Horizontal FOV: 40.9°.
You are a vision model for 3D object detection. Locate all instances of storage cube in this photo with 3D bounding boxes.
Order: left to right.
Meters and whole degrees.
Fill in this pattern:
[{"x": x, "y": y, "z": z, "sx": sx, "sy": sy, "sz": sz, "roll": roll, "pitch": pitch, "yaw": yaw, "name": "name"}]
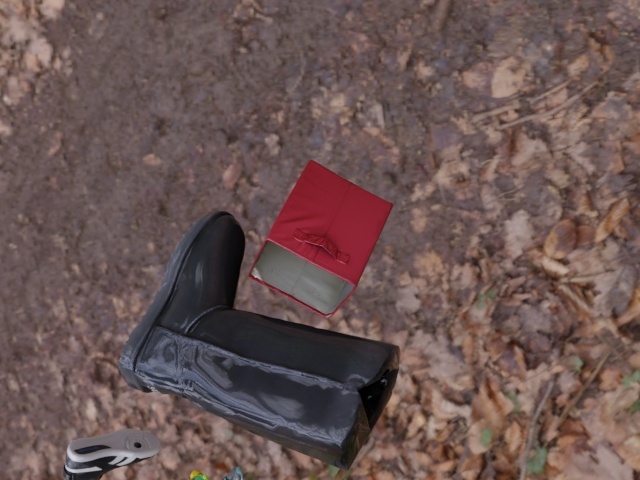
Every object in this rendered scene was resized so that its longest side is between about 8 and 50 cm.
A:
[{"x": 0.000, "y": 0.000, "z": 1.609, "sx": 0.183, "sy": 0.193, "sz": 0.215, "roll": 28, "pitch": 151, "yaw": -3, "name": "storage cube"}]

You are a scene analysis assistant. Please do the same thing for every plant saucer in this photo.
[{"x": 0.024, "y": 0.409, "z": 1.432, "sx": 0.015, "sy": 0.083, "sz": 0.083, "roll": 31, "pitch": 121, "yaw": 12, "name": "plant saucer"}]

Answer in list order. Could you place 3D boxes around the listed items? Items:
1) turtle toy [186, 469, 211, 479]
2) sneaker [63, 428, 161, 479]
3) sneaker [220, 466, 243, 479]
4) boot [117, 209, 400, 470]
[{"x": -0.270, "y": 0.573, "z": 1.881, "sx": 0.095, "sy": 0.066, "sz": 0.130, "roll": 21, "pitch": 104, "yaw": 33, "name": "turtle toy"}, {"x": -0.482, "y": 0.502, "z": 1.960, "sx": 0.079, "sy": 0.216, "sz": 0.121, "roll": 56, "pitch": 132, "yaw": 44, "name": "sneaker"}, {"x": -0.245, "y": 0.622, "z": 2.117, "sx": 0.166, "sy": 0.076, "sz": 0.065, "roll": -61, "pitch": 36, "yaw": 26, "name": "sneaker"}, {"x": -0.073, "y": 0.143, "z": 1.436, "sx": 0.445, "sy": 0.146, "sz": 0.367, "roll": 11, "pitch": 65, "yaw": 31, "name": "boot"}]
